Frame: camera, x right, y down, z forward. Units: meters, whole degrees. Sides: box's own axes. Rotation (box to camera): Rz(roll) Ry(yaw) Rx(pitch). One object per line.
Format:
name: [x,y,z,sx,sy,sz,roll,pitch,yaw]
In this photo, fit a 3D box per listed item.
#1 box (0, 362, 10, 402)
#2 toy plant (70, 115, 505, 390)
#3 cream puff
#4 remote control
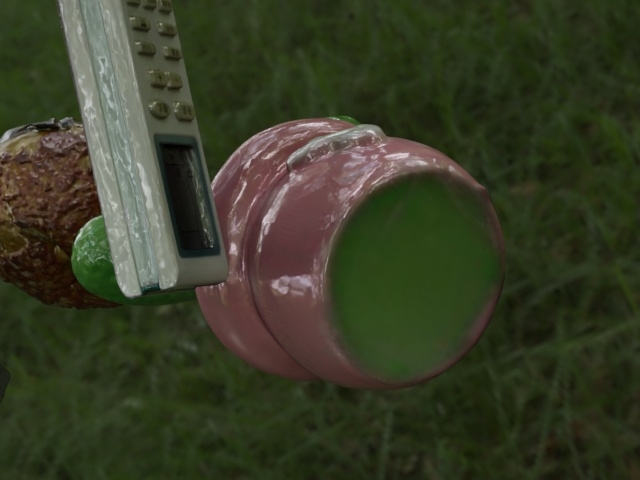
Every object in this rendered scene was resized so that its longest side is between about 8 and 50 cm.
box: [-0.405,0.085,1.725,0.103,0.244,0.055,2,55,29]
toy plant: [0.002,-0.003,1.444,0.317,0.211,0.356,-27,14,-27]
cream puff: [-0.252,-0.019,1.783,0.240,0.240,0.164,-7,55,41]
remote control: [-0.131,-0.099,1.280,0.055,0.277,0.103,-14,-3,19]
